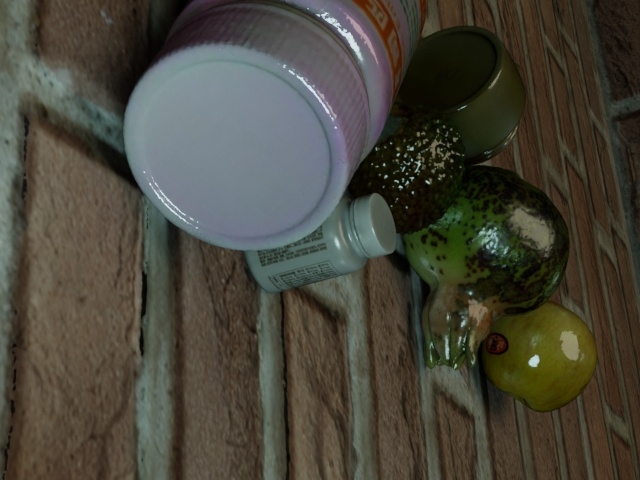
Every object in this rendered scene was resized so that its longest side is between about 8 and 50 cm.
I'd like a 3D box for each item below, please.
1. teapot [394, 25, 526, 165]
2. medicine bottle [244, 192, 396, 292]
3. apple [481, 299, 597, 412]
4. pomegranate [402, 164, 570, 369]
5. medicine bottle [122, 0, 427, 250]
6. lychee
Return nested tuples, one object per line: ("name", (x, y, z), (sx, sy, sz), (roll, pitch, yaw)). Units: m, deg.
("teapot", (0.200, -0.177, 1.668), (0.268, 0.185, 0.175), (-51, 133, -16))
("medicine bottle", (0.000, 0.000, 1.158), (0.079, 0.140, 0.079), (44, 38, -49))
("apple", (0.322, 0.172, 1.733), (0.182, 0.182, 0.155), (44, 67, -48))
("pomegranate", (0.210, 0.037, 1.557), (0.204, 0.222, 0.276), (-18, 125, -73))
("medicine bottle", (-0.031, -0.170, 1.103), (0.219, 0.219, 0.388), (63, 27, -23))
("lychee", (0.105, -0.088, 1.435), (0.171, 0.171, 0.171), (44, 37, -49))
